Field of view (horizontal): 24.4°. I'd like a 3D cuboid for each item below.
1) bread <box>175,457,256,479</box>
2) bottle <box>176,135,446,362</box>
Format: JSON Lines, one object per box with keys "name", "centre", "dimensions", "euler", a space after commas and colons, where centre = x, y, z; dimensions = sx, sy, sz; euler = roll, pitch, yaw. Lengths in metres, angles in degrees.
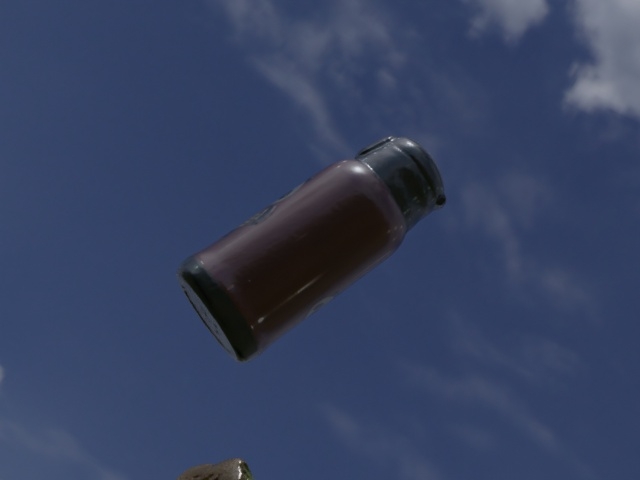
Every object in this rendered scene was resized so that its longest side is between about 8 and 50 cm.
{"name": "bread", "centre": [-0.140, 0.336, 1.813], "dimensions": [0.140, 0.128, 0.069], "euler": [-23, -58, 23]}
{"name": "bottle", "centre": [0.000, 0.000, 1.779], "dimensions": [0.144, 0.336, 0.144], "euler": [52, -14, 18]}
